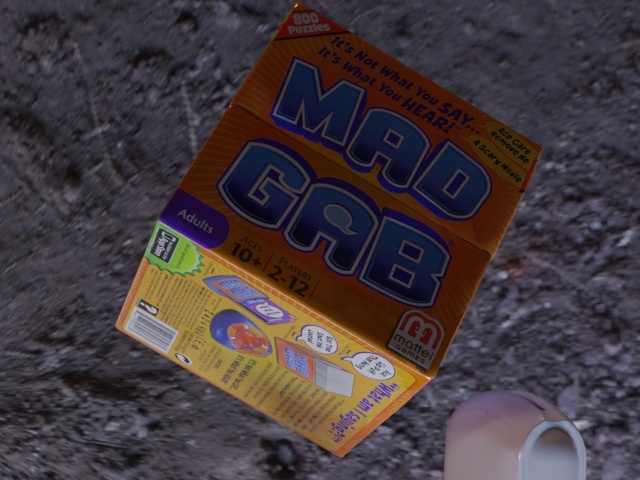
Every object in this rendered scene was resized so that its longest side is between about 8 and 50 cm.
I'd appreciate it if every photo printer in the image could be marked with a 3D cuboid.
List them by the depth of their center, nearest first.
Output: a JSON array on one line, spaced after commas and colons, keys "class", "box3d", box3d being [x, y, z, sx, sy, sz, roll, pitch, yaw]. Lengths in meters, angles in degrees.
[{"class": "photo printer", "box3d": [0.240, 0.345, 1.648, 0.107, 0.256, 0.308, 3, 88, -17]}]

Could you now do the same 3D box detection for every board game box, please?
[{"class": "board game box", "box3d": [0.000, 0.000, 1.654, 0.356, 0.356, 0.356, 31, 61, -2]}]
